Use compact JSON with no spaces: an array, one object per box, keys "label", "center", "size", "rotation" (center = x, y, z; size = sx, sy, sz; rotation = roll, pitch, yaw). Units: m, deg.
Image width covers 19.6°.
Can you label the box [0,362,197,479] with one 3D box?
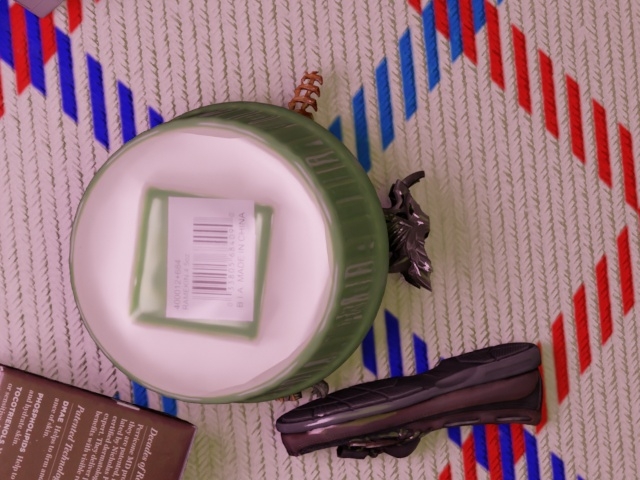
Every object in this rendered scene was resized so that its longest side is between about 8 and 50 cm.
[{"label":"box","center":[-0.254,0.223,1.799],"size":[0.203,0.168,0.167],"rotation":[19,84,-16]}]

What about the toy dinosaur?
[{"label":"toy dinosaur","center":[0.000,0.000,1.897],"size":[0.218,0.164,0.322],"rotation":[-1,112,-1]}]

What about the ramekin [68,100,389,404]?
[{"label":"ramekin","center":[-0.095,0.016,1.792],"size":[0.303,0.148,0.303],"rotation":[1,93,13]}]

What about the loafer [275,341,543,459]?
[{"label":"loafer","center":[0.104,0.188,1.945],"size":[0.302,0.109,0.095],"rotation":[-15,98,-19]}]

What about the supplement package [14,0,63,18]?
[{"label":"supplement package","center":[-0.267,-0.314,1.758],"size":[0.139,0.244,0.134],"rotation":[33,81,-15]}]
